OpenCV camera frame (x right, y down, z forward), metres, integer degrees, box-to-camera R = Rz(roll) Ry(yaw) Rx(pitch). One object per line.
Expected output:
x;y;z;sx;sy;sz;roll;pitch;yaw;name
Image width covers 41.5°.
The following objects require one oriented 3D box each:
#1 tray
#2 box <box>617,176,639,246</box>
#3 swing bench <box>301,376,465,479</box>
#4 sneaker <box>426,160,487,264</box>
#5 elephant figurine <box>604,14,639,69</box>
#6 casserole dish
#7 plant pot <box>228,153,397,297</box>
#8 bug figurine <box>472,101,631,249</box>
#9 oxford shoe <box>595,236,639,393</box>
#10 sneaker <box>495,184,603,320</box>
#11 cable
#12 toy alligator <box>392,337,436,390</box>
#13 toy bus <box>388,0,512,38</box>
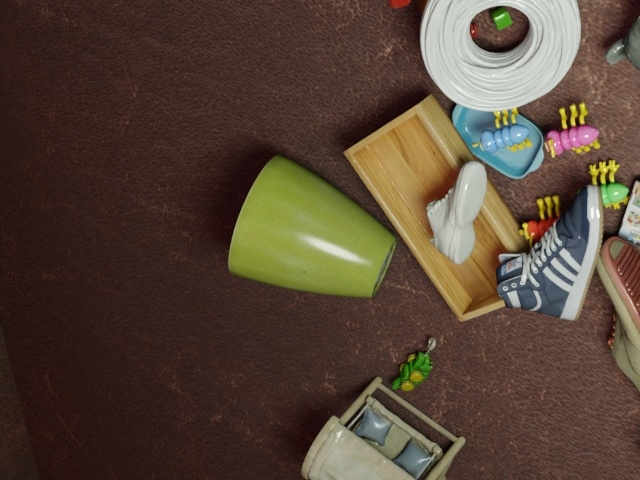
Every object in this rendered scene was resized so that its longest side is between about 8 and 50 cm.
0.242;-0.054;1.607;0.202;0.076;0.411;-29;100;44;tray
0.604;-0.019;1.382;0.207;0.036;0.114;26;126;28;box
0.137;0.482;1.870;0.253;0.254;0.165;32;129;23;swing bench
0.234;-0.057;1.513;0.094;0.080;0.212;33;135;31;sneaker
0.562;-0.251;1.212;0.169;0.186;0.239;-41;83;9;elephant figurine
0.325;-0.193;1.525;0.188;0.037;0.114;37;131;20;casserole dish
0.000;0.000;1.762;0.293;0.275;0.275;22;126;11;plant pot
0.397;-0.110;1.443;0.216;0.072;0.279;-18;112;36;bug figurine
0.540;0.158;1.458;0.130;0.123;0.348;-20;102;48;oxford shoe
0.383;0.021;1.433;0.153;0.099;0.282;8;131;9;sneaker
0.290;-0.342;1.377;0.257;0.089;0.257;-32;114;26;cable
0.220;0.277;1.843;0.051;0.056;0.190;17;133;-19;toy alligator
0.217;-0.418;1.451;0.202;0.104;0.191;-38;120;22;toy bus
